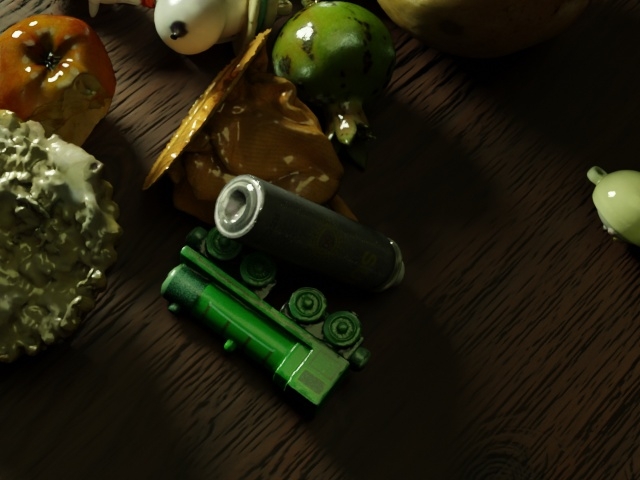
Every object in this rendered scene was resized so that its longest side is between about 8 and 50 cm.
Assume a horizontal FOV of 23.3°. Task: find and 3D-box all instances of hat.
[{"bbox_3d":[-0.047,-0.087,1.814,0.233,0.244,0.233,39,98,-11],"label":"hat"}]

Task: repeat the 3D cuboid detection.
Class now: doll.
[{"bbox_3d":[0.435,0.016,1.926,0.141,0.117,0.296,-12,48,-48],"label":"doll"},{"bbox_3d":[-0.191,-0.322,1.915,0.271,0.144,0.208,28,29,24],"label":"doll"}]

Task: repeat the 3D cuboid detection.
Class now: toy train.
[{"bbox_3d":[-0.064,0.086,1.740,0.251,0.085,0.119,34,71,9],"label":"toy train"}]

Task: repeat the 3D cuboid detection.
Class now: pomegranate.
[{"bbox_3d":[0.229,-0.384,1.965,0.338,0.338,0.338,8,57,-13],"label":"pomegranate"},{"bbox_3d":[0.012,-0.192,1.909,0.156,0.156,0.220,6,89,-14],"label":"pomegranate"}]

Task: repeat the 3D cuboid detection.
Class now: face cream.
[{"bbox_3d":[0.000,0.000,1.740,0.283,0.073,0.073,23,46,-47],"label":"face cream"}]

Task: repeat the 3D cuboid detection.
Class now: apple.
[{"bbox_3d":[-0.311,-0.186,1.777,0.156,0.158,0.147,-8,60,-17],"label":"apple"}]

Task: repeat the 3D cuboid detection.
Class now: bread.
[{"bbox_3d":[-0.343,0.000,1.637,0.274,0.149,0.274,0,82,-3],"label":"bread"}]
